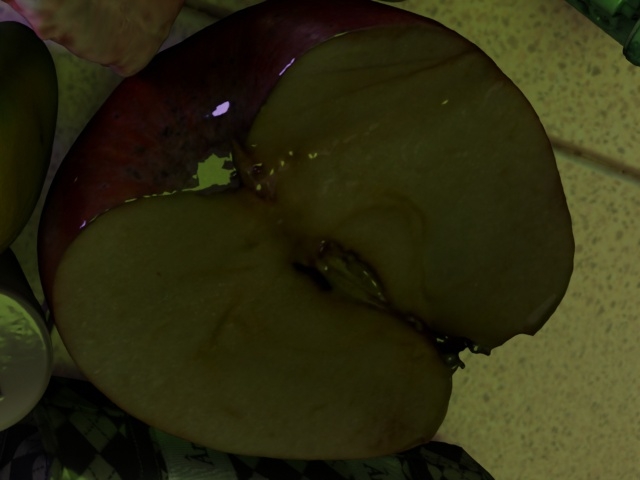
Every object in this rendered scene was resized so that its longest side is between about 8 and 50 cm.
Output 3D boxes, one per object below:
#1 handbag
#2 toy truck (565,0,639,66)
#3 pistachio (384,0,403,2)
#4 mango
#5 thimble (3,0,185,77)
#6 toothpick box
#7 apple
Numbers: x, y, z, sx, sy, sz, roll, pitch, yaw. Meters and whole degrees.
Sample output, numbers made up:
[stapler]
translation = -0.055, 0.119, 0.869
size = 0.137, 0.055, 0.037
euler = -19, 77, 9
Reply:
[handbag]
translation = -0.083, 0.295, 1.150
size = 0.416, 0.180, 0.316
euler = 12, 109, -26
[toy truck]
translation = 0.236, -0.254, 1.033
size = 0.155, 0.279, 0.156
euler = 42, 77, 17
[pistachio]
translation = 0.020, -0.315, 0.967
size = 0.214, 0.193, 0.318
euler = -6, 70, -42
[mango]
translation = -0.233, -0.064, 0.966
size = 0.091, 0.237, 0.137
euler = 5, 114, 8
[thimble]
translation = -0.182, -0.227, 0.925
size = 0.239, 0.239, 0.162
euler = 32, 94, -23
[toothpick box]
translation = -0.256, 0.059, 1.008
size = 0.111, 0.181, 0.111
euler = -5, 107, -17
[apple]
translation = 0.000, 0.000, 1.024
size = 0.365, 0.329, 0.295
euler = 36, 55, -34
